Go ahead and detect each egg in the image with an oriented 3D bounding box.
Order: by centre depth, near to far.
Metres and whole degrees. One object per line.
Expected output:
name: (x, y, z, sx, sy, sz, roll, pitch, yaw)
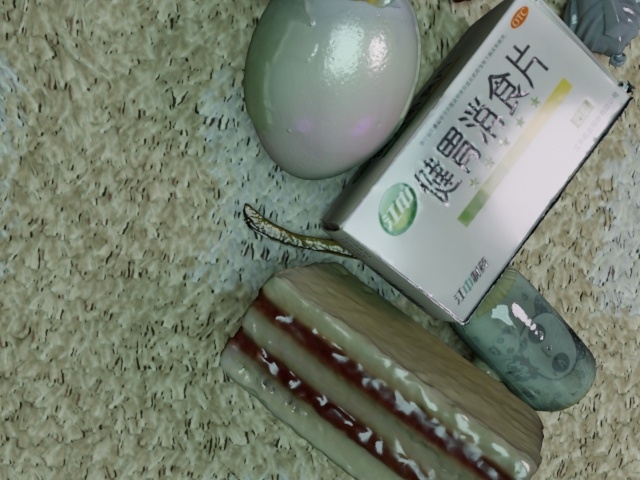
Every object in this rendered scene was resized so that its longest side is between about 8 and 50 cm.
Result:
egg: (0.009, -0.164, 0.666, 0.182, 0.183, 0.217, 4, 123, -8)

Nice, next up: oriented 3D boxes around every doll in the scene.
doll: (0.334, -0.294, 0.748, 0.093, 0.079, 0.180, -17, 87, 10)

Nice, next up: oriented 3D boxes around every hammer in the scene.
hammer: (0.178, 0.188, 0.786, 0.305, 0.113, 0.202, -43, 98, 8)

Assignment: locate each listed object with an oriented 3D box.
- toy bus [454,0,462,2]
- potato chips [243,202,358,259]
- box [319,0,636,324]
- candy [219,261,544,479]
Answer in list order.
toy bus: (0.204, -0.322, 0.746, 0.110, 0.031, 0.043, -24, 107, -4)
potato chips: (0.000, 0.000, 0.766, 0.203, 0.026, 0.037, 16, 89, -10)
box: (0.169, -0.092, 0.704, 0.173, 0.145, 0.333, 38, 87, -12)
candy: (0.070, 0.163, 0.668, 0.320, 0.179, 0.135, 37, 106, 11)
